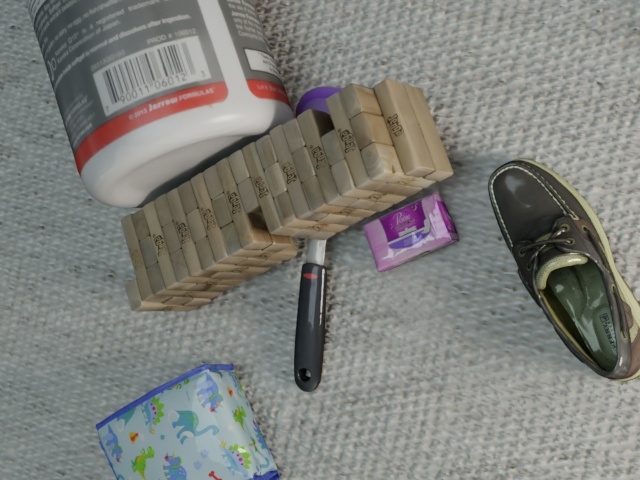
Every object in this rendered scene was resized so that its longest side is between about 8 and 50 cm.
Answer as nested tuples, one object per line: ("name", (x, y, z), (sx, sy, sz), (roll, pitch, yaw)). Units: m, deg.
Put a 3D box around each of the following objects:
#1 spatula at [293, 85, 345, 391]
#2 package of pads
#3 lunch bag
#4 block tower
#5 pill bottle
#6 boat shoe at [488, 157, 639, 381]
("spatula", (0.000, 0.000, 1.220), (0.084, 0.030, 0.296), (8, 91, 27))
("package of pads", (0.083, -0.008, 1.180), (0.083, 0.032, 0.050), (-24, 79, 22))
("lunch bag", (-0.135, 0.207, 1.237), (0.151, 0.096, 0.128), (-28, 76, 12))
("block tower", (-0.047, -0.036, 1.180), (0.335, 0.091, 0.097), (-29, 70, 31))
("pill bottle", (-0.174, -0.232, 1.216), (0.210, 0.210, 0.362), (-24, 77, 22))
("boat shoe", (0.213, 0.021, 1.093), (0.080, 0.073, 0.223), (-34, 74, 20))
